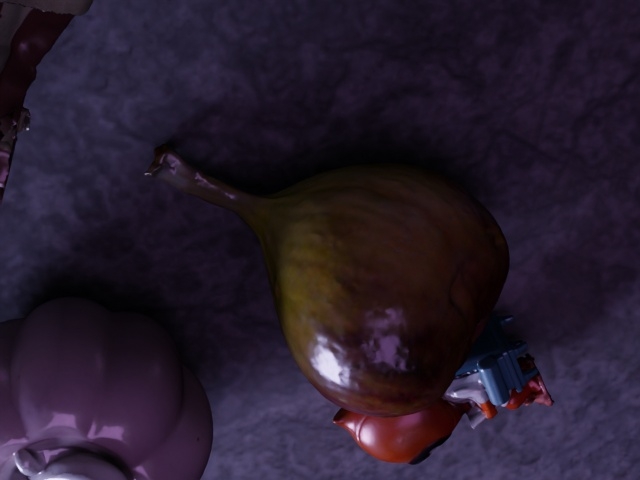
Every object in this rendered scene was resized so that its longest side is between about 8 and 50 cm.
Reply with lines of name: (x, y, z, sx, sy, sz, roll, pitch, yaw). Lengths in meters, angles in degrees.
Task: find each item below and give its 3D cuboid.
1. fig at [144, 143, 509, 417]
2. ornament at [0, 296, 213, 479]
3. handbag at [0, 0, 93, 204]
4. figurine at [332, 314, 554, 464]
fig: (0.012, -0.001, 1.064, 0.231, 0.160, 0.143, 48, 144, -8)
ornament: (-0.157, 0.130, 1.105, 0.177, 0.177, 0.177, -1, 119, -3)
handbag: (-0.253, -0.145, 0.970, 0.235, 0.127, 0.213, 21, 98, -23)
figurine: (0.078, 0.103, 1.158, 0.140, 0.068, 0.075, -25, 120, 8)
